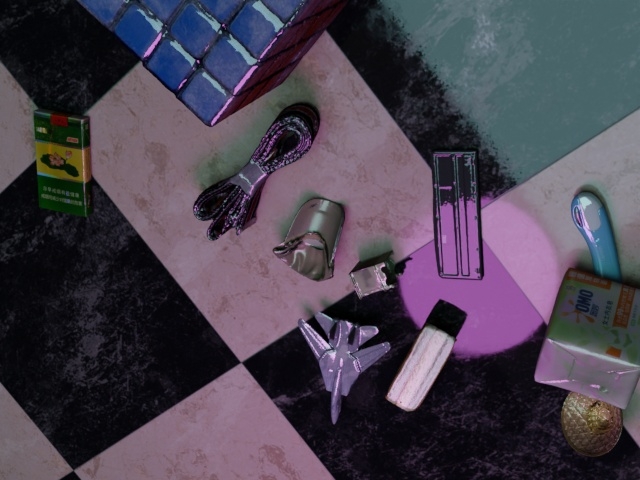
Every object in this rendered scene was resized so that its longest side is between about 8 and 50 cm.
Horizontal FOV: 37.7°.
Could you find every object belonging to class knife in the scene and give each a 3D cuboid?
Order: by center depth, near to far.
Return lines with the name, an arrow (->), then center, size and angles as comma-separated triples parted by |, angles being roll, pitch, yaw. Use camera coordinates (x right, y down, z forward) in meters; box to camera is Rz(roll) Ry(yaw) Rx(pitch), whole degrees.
knife -> 0.530, 0.008, 1.792 | 0.064, 0.031, 0.222 | -14, 110, 21

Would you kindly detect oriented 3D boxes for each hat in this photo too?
hat -> 0.570, 0.367, 1.914 | 0.146, 0.067, 0.146 | -15, 70, 48
hat -> 0.000, 0.000, 1.979 | 0.147, 0.085, 0.175 | 29, 96, 20

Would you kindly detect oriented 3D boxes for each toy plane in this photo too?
toy plane -> 0.048, 0.287, 2.069 | 0.212, 0.088, 0.267 | 13, 124, 17

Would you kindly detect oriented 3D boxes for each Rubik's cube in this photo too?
Rubik's cube -> -0.158, -0.466, 1.678 | 0.337, 0.344, 0.344 | 44, 118, -1

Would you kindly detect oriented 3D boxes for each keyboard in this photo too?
keyboard -> 0.278, 0.003, 1.888 | 0.103, 0.041, 0.381 | 3, 106, 21

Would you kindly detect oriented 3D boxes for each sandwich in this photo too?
sandwich -> 0.209, 0.267, 1.948 | 0.079, 0.113, 0.163 | 29, 139, 5

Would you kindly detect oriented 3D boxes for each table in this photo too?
table -> 0.116, 0.072, 1.949 | 0.083, 0.079, 0.062 | -20, 102, 25

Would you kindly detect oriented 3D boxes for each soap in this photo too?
soap -> 0.518, 0.180, 1.761 | 0.182, 0.199, 0.138 | 16, 140, 15

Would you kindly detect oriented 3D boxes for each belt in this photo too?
belt -> -0.131, -0.143, 1.945 | 0.126, 0.094, 0.359 | 43, 119, 1

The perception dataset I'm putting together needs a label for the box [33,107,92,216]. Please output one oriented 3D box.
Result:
box -> -0.586, -0.176, 2.139 | 0.132, 0.034, 0.235 | 11, 115, 17
